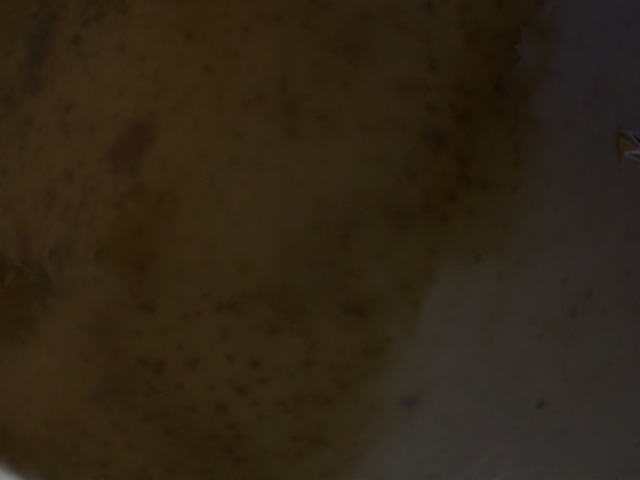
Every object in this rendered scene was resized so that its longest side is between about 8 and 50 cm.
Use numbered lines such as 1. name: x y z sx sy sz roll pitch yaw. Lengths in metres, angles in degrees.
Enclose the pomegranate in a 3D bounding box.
1. pomegranate: 0.000 0.000 0.720 0.416 0.416 0.417 -12 -107 44
